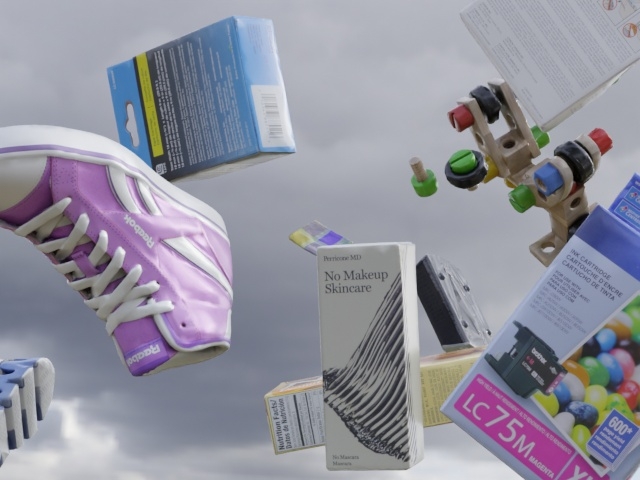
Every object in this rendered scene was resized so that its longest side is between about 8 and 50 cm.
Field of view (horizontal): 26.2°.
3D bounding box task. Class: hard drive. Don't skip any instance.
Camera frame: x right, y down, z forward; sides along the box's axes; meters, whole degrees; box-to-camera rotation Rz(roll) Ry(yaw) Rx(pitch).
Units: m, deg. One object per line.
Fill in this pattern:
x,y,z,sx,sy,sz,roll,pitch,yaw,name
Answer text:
0.213,0.113,2.192,0.054,0.172,0.255,-28,-15,13,hard drive

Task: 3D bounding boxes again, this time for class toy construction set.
0.326,-0.114,1.937,0.257,0.309,0.237,12,-35,37,toy construction set

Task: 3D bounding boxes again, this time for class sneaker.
-0.165,0.018,1.087,0.102,0.161,0.282,-28,-36,32,sneaker
-0.474,0.230,1.658,0.182,0.127,0.315,11,28,16,sneaker

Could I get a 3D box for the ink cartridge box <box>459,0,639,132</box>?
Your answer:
0.311,-0.268,1.673,0.225,0.181,0.056,-35,-10,8,ink cartridge box

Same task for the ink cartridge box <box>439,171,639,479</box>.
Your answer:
0.282,0.102,1.339,0.186,0.311,0.065,38,2,20,ink cartridge box

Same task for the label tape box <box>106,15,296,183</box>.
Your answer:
-0.214,-0.235,2.435,0.334,0.240,0.106,-13,-4,41,label tape box

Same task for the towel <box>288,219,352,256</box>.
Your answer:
0.000,0.000,1.989,0.060,0.009,0.083,-28,44,-33,towel

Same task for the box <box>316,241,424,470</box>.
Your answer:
0.062,0.140,1.689,0.113,0.275,0.094,-4,-1,16,box

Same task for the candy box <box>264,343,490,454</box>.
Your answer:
0.093,0.214,1.879,0.316,0.087,0.183,-12,-2,5,candy box
